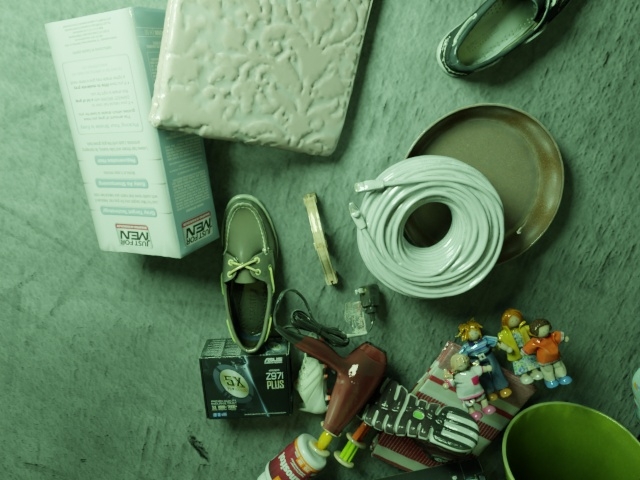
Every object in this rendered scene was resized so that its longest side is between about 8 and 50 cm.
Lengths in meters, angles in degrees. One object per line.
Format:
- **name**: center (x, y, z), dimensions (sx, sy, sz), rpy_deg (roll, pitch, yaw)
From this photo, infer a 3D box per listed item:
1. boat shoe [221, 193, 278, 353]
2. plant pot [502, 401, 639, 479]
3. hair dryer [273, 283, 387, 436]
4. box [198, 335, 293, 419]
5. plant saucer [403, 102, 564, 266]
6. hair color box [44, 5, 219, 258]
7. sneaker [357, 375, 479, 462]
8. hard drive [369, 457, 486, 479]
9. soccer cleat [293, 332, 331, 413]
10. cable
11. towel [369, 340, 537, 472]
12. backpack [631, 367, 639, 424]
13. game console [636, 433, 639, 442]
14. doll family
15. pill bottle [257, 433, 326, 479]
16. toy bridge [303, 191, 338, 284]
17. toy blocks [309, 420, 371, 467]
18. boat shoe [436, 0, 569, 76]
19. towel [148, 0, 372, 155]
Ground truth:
- **boat shoe**: center (-0.135, 0.067, 0.950), dimensions (0.109, 0.091, 0.305), rpy_deg (-2, 109, -1)
- **plant pot**: center (0.525, 0.550, 1.065), dimensions (0.274, 0.275, 0.294), rpy_deg (-9, 125, 1)
- **hair dryer**: center (0.024, 0.233, 0.979), dimensions (0.223, 0.080, 0.294), rpy_deg (-6, 85, -13)
- **box**: center (-0.148, 0.282, 1.029), dimensions (0.179, 0.077, 0.148), rpy_deg (-2, 108, -1)
- **plant saucer**: center (0.292, -0.098, 0.931), dimensions (0.310, 0.050, 0.311), rpy_deg (-1, 109, -2)
- **hair color box**: center (-0.301, -0.168, 0.823), dimensions (0.185, 0.113, 0.375), rpy_deg (4, 110, 26)
- **sneaker**: center (0.180, 0.384, 1.023), dimensions (0.281, 0.106, 0.163), rpy_deg (17, 143, 29)
- **hard drive**: center (0.226, 0.634, 1.147), dimensions (0.338, 0.064, 0.237), rpy_deg (-16, 115, 8)
- **soccer cleat**: center (-0.021, 0.282, 1.041), dimensions (0.076, 0.068, 0.197), rpy_deg (-4, 111, 3)
- **cable**: center (0.191, -0.021, 0.883), dimensions (0.256, 0.089, 0.257), rpy_deg (-17, 109, 3)
- **towel**: center (0.288, 0.395, 1.104), dimensions (0.236, 0.037, 0.329), rpy_deg (29, 107, -13)
- **backpack**: center (0.759, 0.341, 1.044), dimensions (0.165, 0.144, 0.189), rpy_deg (-19, 105, 10)
- **game console**: center (0.738, 0.528, 1.133), dimensions (0.124, 0.085, 0.144), rpy_deg (19, 107, -7)
- **doll family**: center (0.354, 0.229, 0.997), dimensions (0.262, 0.118, 0.163), rpy_deg (-23, 98, 0)
- **pill bottle**: center (-0.066, 0.507, 1.101), dimensions (0.086, 0.086, 0.152), rpy_deg (43, 102, -14)
- **toy bridge**: center (0.000, 0.000, 0.947), dimensions (0.026, 0.063, 0.188), rpy_deg (-14, 109, 3)
- **toy blocks**: center (0.062, 0.409, 1.090), dimensions (0.123, 0.054, 0.148), rpy_deg (32, 91, -20)
- **boat shoe**: center (0.332, -0.380, 0.815), dimensions (0.302, 0.091, 0.114), rpy_deg (-43, 105, 12)
- **towel**: center (-0.078, -0.304, 0.770), dimensions (0.331, 0.053, 0.317), rpy_deg (2, 110, -36)
